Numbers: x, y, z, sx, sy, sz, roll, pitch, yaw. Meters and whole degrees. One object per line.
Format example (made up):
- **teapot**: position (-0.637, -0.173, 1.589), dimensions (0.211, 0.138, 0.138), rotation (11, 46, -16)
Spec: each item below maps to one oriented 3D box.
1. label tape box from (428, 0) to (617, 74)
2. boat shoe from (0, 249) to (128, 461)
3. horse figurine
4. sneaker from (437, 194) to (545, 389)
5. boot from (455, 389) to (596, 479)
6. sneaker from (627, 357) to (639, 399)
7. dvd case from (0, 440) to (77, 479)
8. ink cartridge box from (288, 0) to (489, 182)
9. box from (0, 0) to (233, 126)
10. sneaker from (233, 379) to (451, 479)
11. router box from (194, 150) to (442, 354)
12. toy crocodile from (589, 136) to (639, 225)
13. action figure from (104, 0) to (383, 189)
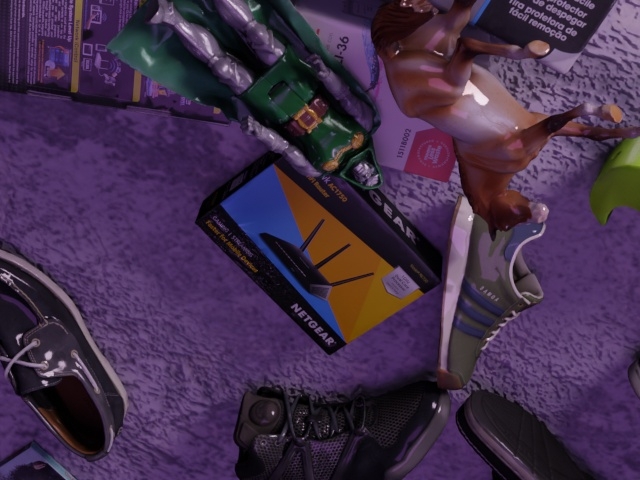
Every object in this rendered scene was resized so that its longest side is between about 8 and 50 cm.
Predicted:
- **label tape box**: position (0.155, -0.317, 0.980), dimensions (0.240, 0.106, 0.334), rotation (26, 122, -10)
- **boat shoe**: position (-0.260, 0.105, 1.313), dimensions (0.084, 0.079, 0.233), rotation (-23, 115, 22)
- **horse figurine**: position (0.122, -0.106, 1.041), dimensions (0.174, 0.066, 0.263), rotation (-15, 138, 44)
- **sneaker**: position (0.150, 0.054, 1.234), dimensions (0.086, 0.064, 0.192), rotation (7, 119, 8)
- **boot**: position (0.168, 0.263, 1.353), dimensions (0.178, 0.085, 0.236), rotation (-37, 111, 28)
- **sneaker**: position (0.391, 0.156, 1.258), dimensions (0.222, 0.083, 0.118), rotation (40, 118, -15)
- **dvd case**: position (-0.307, 0.262, 1.454), dimensions (0.119, 0.013, 0.087), rotation (-32, 113, 25)
- **ink cartridge box**: position (0.025, -0.132, 1.133), dimensions (0.198, 0.067, 0.115), rotation (15, 123, -2)
- **box**: position (-0.156, -0.235, 1.080), dimensions (0.216, 0.060, 0.270), rotation (8, 116, 2)
- **sneaker**: position (0.007, 0.178, 1.318), dimensions (0.227, 0.087, 0.130), rotation (-31, 120, 29)
- **router box**: position (0.000, 0.000, 1.231), dimensions (0.133, 0.046, 0.179), rotation (-36, 111, 25)
- **toy crocodile**: position (0.385, 0.003, 1.147), dimensions (0.340, 0.115, 0.105), rotation (22, 128, -4)
- **action figure**: position (-0.030, -0.115, 1.069), dimensions (0.137, 0.063, 0.232), rotation (-42, 118, 14)
